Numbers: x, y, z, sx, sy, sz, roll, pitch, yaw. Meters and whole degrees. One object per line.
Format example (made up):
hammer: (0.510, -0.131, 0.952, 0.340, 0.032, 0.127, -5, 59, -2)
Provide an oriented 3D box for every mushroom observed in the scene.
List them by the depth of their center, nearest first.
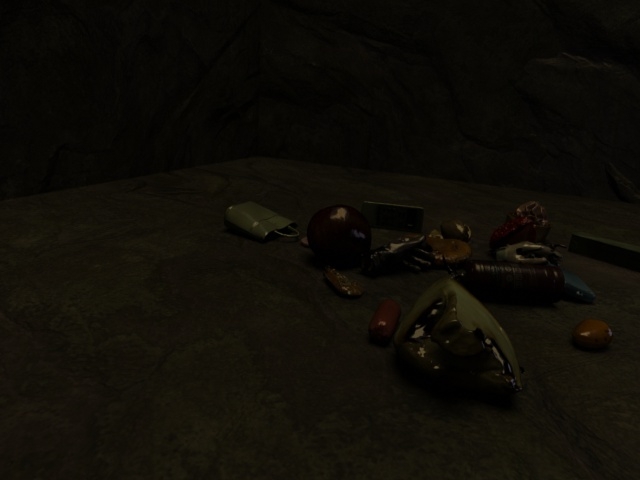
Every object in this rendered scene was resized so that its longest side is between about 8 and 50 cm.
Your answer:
mushroom: (0.292, 0.231, 0.894, 0.217, 0.212, 0.292, 50, 10, 0)

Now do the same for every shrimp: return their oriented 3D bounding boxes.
shrimp: (0.060, 0.125, 1.281, 0.091, 0.043, 0.184, -1, 24, -38)

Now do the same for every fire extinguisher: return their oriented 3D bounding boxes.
fire extinguisher: (0.546, 0.112, 1.278, 0.338, 0.114, 0.135, 4, 60, 1)

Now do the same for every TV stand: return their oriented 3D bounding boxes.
TV stand: (1.169, 0.041, 1.702, 0.088, 0.082, 0.269, -12, 25, -34)

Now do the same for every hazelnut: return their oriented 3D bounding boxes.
hazelnut: (0.069, -0.020, 1.456, 0.234, 0.218, 0.218, -1, 19, -15)

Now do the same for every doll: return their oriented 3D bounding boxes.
doll: (0.898, 0.034, 1.708, 0.139, 0.057, 0.165, -4, 11, -17)

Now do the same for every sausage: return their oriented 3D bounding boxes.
sausage: (0.161, 0.198, 1.039, 0.062, 0.062, 0.154, 10, 20, 17)

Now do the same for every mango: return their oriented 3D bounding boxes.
mango: (0.679, 0.235, 1.051, 0.114, 0.057, 0.079, -8, 29, -24)

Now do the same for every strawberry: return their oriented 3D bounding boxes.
strawberry: (0.733, -0.030, 1.615, 0.175, 0.228, 0.098, -8, 59, 12)

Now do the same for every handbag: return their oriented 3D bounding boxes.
handbag: (-0.226, -0.055, 1.736, 0.315, 0.109, 0.241, 27, 27, 21)

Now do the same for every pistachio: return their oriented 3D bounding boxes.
pistachio: (0.568, -0.033, 1.768, 0.113, 0.113, 0.149, 0, 23, -12)

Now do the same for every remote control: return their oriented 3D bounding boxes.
remote control: (0.323, -0.109, 1.908, 0.286, 0.123, 0.038, 8, 17, 7)

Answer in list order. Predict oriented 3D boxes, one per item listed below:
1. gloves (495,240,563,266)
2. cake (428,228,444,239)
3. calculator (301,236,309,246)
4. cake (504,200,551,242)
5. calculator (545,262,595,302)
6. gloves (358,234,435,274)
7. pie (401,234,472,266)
gloves: (0.756, 0.050, 1.525, 0.212, 0.111, 0.128, -12, -16, 30)
cake: (0.474, -0.014, 1.761, 0.065, 0.052, 0.121, 2, 19, 2)
calculator: (0.000, 0.000, 1.659, 0.166, 0.024, 0.103, -10, 23, -35)
cake: (0.941, -0.094, 1.914, 0.208, 0.178, 0.185, 9, 19, 23)
calculator: (0.804, 0.135, 1.362, 0.121, 0.039, 0.210, 23, 21, 3)
gloves: (0.265, 0.047, 1.419, 0.286, 0.142, 0.119, -3, 46, -22)
pie: (0.428, 0.033, 1.581, 0.274, 0.069, 0.273, 2, 17, -1)
